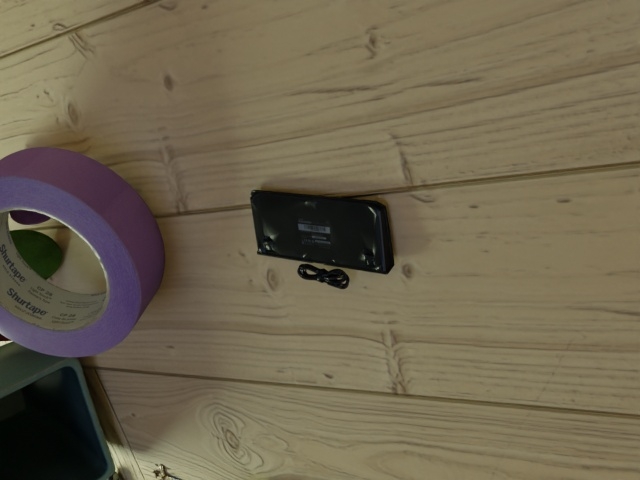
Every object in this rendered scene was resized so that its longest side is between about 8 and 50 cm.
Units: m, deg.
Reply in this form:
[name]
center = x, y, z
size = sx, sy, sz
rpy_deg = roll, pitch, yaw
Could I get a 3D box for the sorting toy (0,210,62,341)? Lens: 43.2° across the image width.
[sorting toy]
center = -0.480, 0.008, 1.248
size = 0.366, 0.127, 0.126
rpy_deg = -58, 45, 40

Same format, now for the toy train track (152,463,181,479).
[toy train track]
center = -0.250, 0.398, 1.337
size = 0.083, 0.014, 0.048
rpy_deg = 6, 119, 36

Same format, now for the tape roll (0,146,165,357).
[tape roll]
center = -0.349, 0.020, 1.065
size = 0.274, 0.090, 0.275
rpy_deg = 6, 122, 9

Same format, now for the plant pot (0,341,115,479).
[plant pot]
center = -0.538, 0.306, 1.364
size = 0.252, 0.247, 0.247
rpy_deg = 22, 130, 48

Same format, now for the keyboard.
[keyboard]
center = 0.000, 0.000, 0.888
size = 0.180, 0.023, 0.108
rpy_deg = 8, 114, 37

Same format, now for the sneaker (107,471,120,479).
[sneaker]
center = -0.358, 0.442, 1.445
size = 0.036, 0.032, 0.083
rpy_deg = 5, 124, 21
